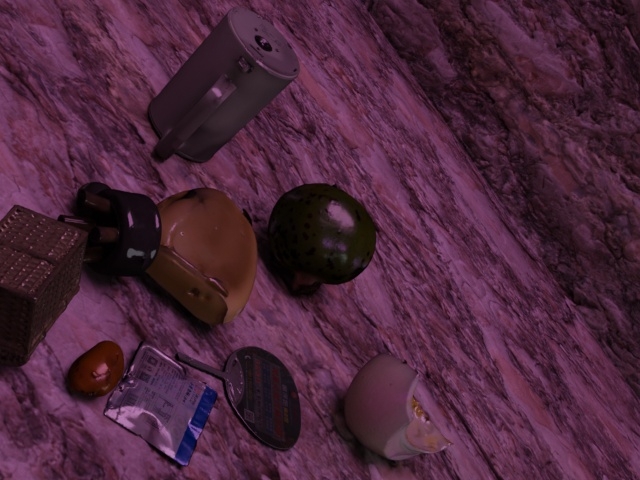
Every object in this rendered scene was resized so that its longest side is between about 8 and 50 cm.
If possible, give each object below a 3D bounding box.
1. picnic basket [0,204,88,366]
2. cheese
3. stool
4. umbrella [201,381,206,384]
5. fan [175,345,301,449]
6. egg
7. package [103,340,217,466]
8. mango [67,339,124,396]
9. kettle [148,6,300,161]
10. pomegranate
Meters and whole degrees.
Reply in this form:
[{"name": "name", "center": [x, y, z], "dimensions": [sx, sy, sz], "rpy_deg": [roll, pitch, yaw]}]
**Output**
[{"name": "picnic basket", "center": [-0.460, 0.072, 1.365], "dimensions": [0.134, 0.154, 0.196], "rpy_deg": [21, 33, -2]}, {"name": "cheese", "center": [-0.231, 0.005, 1.780], "dimensions": [0.259, 0.128, 0.316], "rpy_deg": [47, 33, -21]}, {"name": "stool", "center": [-0.392, -0.020, 1.605], "dimensions": [0.228, 0.153, 0.139], "rpy_deg": [18, 7, 42]}, {"name": "umbrella", "center": [-0.264, 0.257, 1.576], "dimensions": [0.149, 0.022, 0.022], "rpy_deg": [5, 89, -43]}, {"name": "fan", "center": [-0.132, 0.305, 1.714], "dimensions": [0.294, 0.012, 0.223], "rpy_deg": [4, 54, -53]}, {"name": "egg", "center": [0.137, 0.368, 1.874], "dimensions": [0.206, 0.162, 0.271], "rpy_deg": [34, -25, 42]}, {"name": "package", "center": [-0.267, 0.275, 1.522], "dimensions": [0.173, 0.027, 0.171], "rpy_deg": [40, 37, -15]}, {"name": "mango", "center": [-0.358, 0.205, 1.452], "dimensions": [0.077, 0.063, 0.127], "rpy_deg": [38, 29, -6]}, {"name": "kettle", "center": [-0.220, -0.325, 2.000], "dimensions": [0.205, 0.318, 0.265], "rpy_deg": [26, 38, -38]}, {"name": "pomegranate", "center": [0.000, 0.000, 2.041], "dimensions": [0.254, 0.254, 0.270], "rpy_deg": [21, 78, -42]}]
